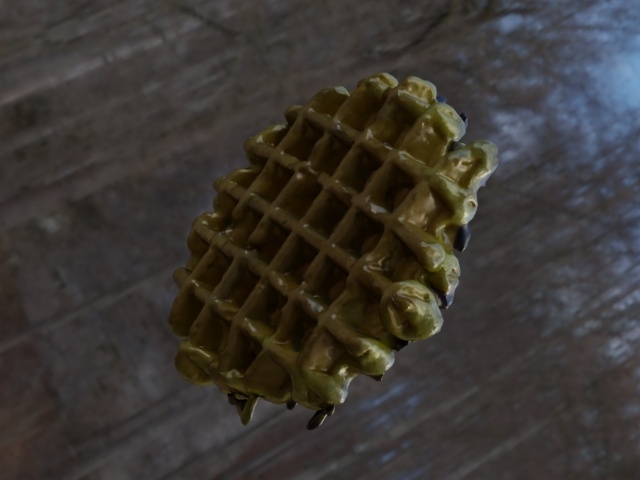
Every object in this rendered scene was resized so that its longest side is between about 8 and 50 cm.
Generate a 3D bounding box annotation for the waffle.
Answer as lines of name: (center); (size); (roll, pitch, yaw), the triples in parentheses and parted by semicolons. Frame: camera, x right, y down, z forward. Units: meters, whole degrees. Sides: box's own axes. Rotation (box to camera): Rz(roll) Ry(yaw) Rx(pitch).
waffle: (-0.008, 0.003, 1.196); (0.062, 0.329, 0.329); (34, -8, -38)
